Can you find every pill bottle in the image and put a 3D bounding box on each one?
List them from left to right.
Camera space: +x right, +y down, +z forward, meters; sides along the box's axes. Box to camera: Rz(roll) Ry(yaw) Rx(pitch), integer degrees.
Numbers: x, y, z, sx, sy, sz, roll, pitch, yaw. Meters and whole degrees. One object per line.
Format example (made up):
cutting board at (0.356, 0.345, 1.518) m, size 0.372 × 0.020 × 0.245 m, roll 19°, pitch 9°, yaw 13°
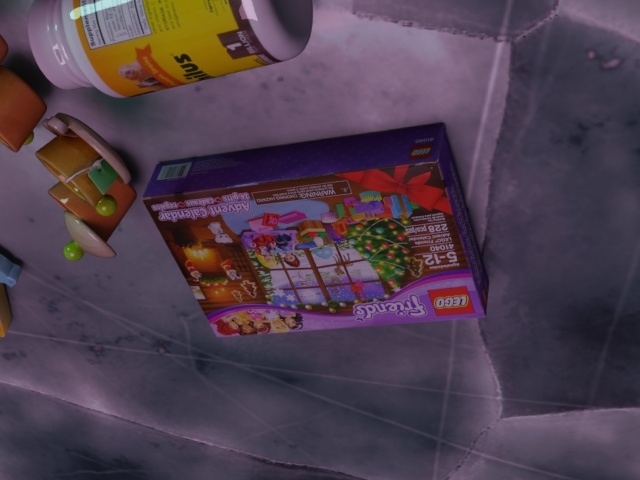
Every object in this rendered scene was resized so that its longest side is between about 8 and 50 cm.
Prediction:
pill bottle at (-0.123, -0.182, 0.860) m, size 0.215 × 0.117 × 0.117 m, roll -9°, pitch 130°, yaw 23°

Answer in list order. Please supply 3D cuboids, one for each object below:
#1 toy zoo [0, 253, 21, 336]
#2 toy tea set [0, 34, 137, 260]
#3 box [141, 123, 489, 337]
toy zoo at (-0.477, 0.038, 1.210) m, size 0.293 × 0.030 × 0.192 m, roll 2°, pitch 139°, yaw 12°
toy tea set at (-0.287, -0.086, 0.939) m, size 0.336 × 0.124 × 0.200 m, roll 47°, pitch 167°, yaw -30°
box at (0.000, 0.000, 1.043) m, size 0.293 × 0.057 × 0.201 m, roll -6°, pitch 131°, yaw 20°
